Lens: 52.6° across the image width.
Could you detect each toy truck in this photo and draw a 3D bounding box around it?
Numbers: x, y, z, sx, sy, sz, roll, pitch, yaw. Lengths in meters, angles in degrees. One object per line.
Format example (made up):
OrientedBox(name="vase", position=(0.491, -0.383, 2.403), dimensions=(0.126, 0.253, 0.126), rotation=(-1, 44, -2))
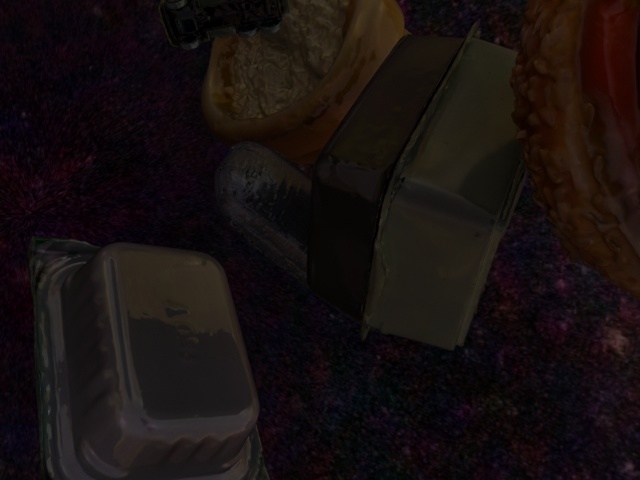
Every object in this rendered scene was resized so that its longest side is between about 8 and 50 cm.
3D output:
OrientedBox(name="toy truck", position=(-0.129, -0.324, 0.875), dimensions=(0.168, 0.100, 0.077), rotation=(-11, 138, 2))

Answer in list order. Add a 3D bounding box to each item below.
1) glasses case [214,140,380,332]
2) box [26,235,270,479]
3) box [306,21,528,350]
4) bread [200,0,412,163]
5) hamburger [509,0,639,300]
OrientedBox(name="glasses case", position=(0.000, 0.000, 0.713), dimensions=(0.282, 0.067, 0.109), rotation=(40, 40, -27))
OrientedBox(name="box", position=(-0.182, 0.124, 0.748), dimensions=(0.264, 0.106, 0.337), rotation=(8, 47, -37))
OrientedBox(name="box", position=(0.108, -0.058, 0.625), dimensions=(0.166, 0.221, 0.291), rotation=(20, 49, 14))
OrientedBox(name="bread", position=(-0.023, -0.299, 1.129), dimensions=(0.245, 0.423, 0.329), rotation=(0, 86, -47))
OrientedBox(name="hamburger", position=(0.302, -0.111, 0.447), dimensions=(0.329, 0.250, 0.330), rotation=(1, 88, -24))
